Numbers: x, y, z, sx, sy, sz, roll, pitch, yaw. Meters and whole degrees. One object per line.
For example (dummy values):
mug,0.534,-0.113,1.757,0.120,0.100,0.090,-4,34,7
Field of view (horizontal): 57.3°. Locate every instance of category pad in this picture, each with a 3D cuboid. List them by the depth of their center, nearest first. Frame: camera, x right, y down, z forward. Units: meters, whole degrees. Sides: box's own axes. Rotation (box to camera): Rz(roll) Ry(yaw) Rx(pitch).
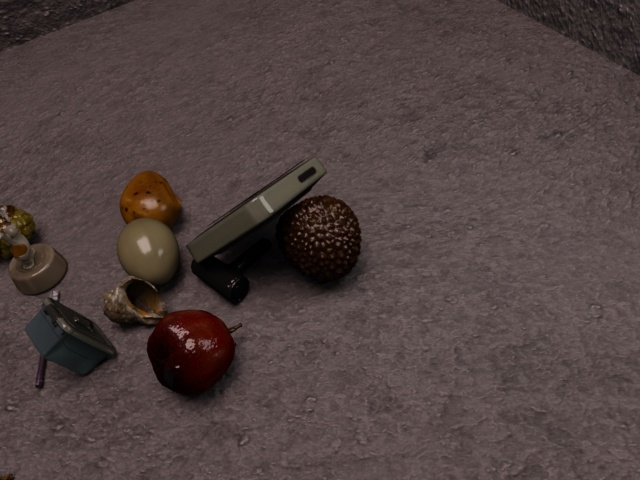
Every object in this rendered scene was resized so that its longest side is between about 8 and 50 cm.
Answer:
pad,-0.202,-0.144,1.807,0.330,0.004,0.220,-27,10,48

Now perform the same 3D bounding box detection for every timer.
timer,-0.955,0.029,1.872,0.175,0.266,0.175,-6,49,6

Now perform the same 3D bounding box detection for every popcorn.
popcorn,-1.097,-0.025,2.019,0.218,0.169,0.189,-18,41,10

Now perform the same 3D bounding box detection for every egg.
egg,-0.537,0.037,1.836,0.186,0.186,0.241,-28,60,-13

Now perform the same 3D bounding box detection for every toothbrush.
toothbrush,-0.829,0.289,1.782,0.029,0.024,0.354,-8,47,-7

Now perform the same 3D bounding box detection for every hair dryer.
hair dryer,-0.253,0.070,1.833,0.197,0.089,0.251,28,51,33

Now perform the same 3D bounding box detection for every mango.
mango,-0.596,-0.134,2.022,0.191,0.160,0.290,-26,45,0

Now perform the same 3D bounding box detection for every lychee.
lychee,0.000,0.000,1.729,0.268,0.267,0.267,-6,48,7

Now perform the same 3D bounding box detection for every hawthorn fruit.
hawthorn fruit,-0.321,0.281,1.571,0.266,0.210,0.230,-26,45,-27

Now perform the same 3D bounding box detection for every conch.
conch,-0.549,0.185,1.740,0.207,0.155,0.130,21,31,5

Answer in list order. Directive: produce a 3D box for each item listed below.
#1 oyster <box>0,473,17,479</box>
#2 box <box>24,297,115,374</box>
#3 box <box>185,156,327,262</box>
oyster,-0.852,0.583,1.425,0.345,0.128,0.078,-4,53,30
box,-0.701,0.270,1.647,0.130,0.227,0.162,-47,55,-9
box,-0.189,-0.089,1.760,0.373,0.090,0.367,-30,8,41
